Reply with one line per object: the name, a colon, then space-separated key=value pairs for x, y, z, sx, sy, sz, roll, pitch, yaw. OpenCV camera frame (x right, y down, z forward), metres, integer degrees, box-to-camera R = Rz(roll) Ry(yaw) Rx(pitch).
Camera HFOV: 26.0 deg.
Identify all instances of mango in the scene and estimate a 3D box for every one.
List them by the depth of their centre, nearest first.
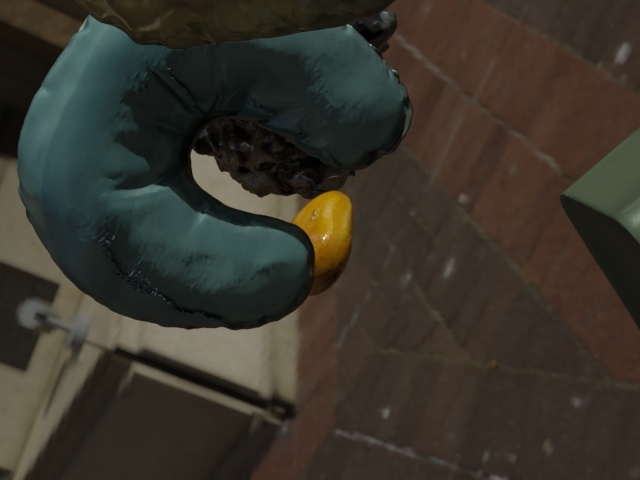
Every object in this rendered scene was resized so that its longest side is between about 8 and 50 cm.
mango: x=0.000 y=0.000 z=1.045 sx=0.060 sy=0.046 sz=0.089 roll=-2 pitch=52 yaw=42

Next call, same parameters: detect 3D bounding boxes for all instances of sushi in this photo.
sushi: x=-0.050 y=-0.144 z=1.233 sx=0.238 sy=0.225 sz=0.219 roll=-50 pitch=-24 yaw=-56

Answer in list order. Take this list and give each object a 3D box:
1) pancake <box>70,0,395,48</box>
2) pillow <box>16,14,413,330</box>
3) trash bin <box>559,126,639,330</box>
pancake: x=-0.028 y=-0.164 z=0.428 sx=0.236 sy=0.042 sz=0.222 roll=48 pitch=114 yaw=36
pillow: x=-0.074 y=-0.054 z=0.861 sx=0.233 sy=0.214 sz=0.086 roll=-61 pitch=9 yaw=9
trash bin: x=0.380 y=-0.052 z=1.053 sx=0.343 sy=0.223 sz=0.158 roll=-38 pitch=20 yaw=-2
